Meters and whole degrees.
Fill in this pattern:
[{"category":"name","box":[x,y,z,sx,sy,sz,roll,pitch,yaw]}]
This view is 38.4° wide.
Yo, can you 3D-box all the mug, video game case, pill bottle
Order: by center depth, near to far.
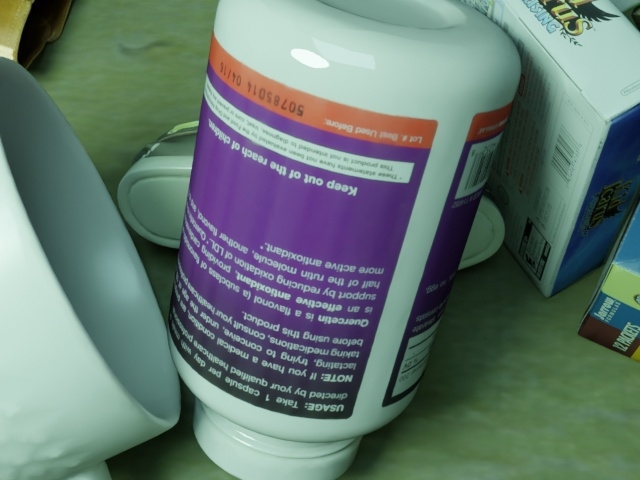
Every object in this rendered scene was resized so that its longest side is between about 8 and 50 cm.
[{"category":"pill bottle","box":[0.000,0.000,0.598,0.181,0.323,0.181,11,28,-6]},{"category":"mug","box":[-0.282,0.111,0.627,0.328,0.276,0.374,-24,95,-1]},{"category":"video game case","box":[0.134,-0.115,0.673,0.061,0.269,0.244,-30,66,-8]}]

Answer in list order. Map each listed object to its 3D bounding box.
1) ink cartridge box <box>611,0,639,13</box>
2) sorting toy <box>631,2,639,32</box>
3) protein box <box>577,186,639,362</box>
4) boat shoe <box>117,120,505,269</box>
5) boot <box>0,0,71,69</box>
[{"category":"ink cartridge box","box":[0.153,-0.336,0.767,0.119,0.207,0.353,-29,35,9]},{"category":"sorting toy","box":[0.332,-0.148,0.703,0.274,0.132,0.046,25,88,37]},{"category":"protein box","box":[0.328,0.004,0.672,0.199,0.136,0.201,25,69,15]},{"category":"boat shoe","box":[-0.005,-0.042,0.741,0.305,0.109,0.091,6,39,8]},{"category":"boot","box":[-0.344,-0.280,0.904,0.211,0.104,0.295,8,58,-4]}]
